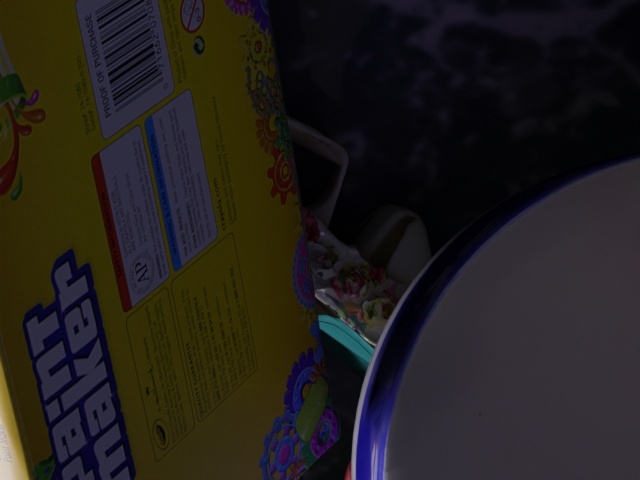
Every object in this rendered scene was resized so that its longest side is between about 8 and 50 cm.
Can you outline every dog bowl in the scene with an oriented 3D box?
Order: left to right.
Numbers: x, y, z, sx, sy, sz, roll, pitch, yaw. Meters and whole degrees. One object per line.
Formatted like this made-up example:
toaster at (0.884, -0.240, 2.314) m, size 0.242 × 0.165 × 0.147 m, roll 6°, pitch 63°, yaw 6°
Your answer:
dog bowl at (0.147, 0.094, 0.789) m, size 0.265 × 0.104 × 0.265 m, roll 0°, pitch 88°, yaw -3°

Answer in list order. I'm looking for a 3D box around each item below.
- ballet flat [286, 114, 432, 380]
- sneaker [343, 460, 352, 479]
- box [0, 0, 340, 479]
ballet flat at (0.000, 0.000, 0.868) m, size 0.241 × 0.091 × 0.077 m, roll 40°, pitch 83°, yaw -23°
sneaker at (0.030, 0.138, 0.916) m, size 0.208 × 0.081 × 0.094 m, roll -25°, pitch 115°, yaw 37°
box at (-0.171, -0.026, 0.730) m, size 0.279 × 0.177 × 0.290 m, roll 8°, pitch 121°, yaw 32°
